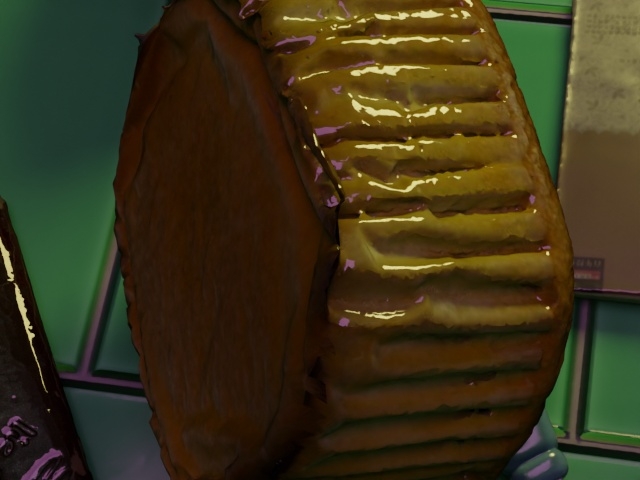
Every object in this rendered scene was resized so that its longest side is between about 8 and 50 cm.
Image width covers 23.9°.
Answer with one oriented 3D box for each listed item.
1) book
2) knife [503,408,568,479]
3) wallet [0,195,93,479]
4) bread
[{"bbox_3d":[0.196,-0.054,0.800,0.139,0.016,0.198,6,64,9],"label":"book"},{"bbox_3d":[0.107,0.136,0.712,0.058,0.032,0.244,-20,68,-7],"label":"knife"},{"bbox_3d":[-0.188,0.087,0.757,0.122,0.031,0.232,-20,64,-6],"label":"wallet"},{"bbox_3d":[0.000,0.000,0.680,0.142,0.227,0.253,1,55,-22],"label":"bread"}]
